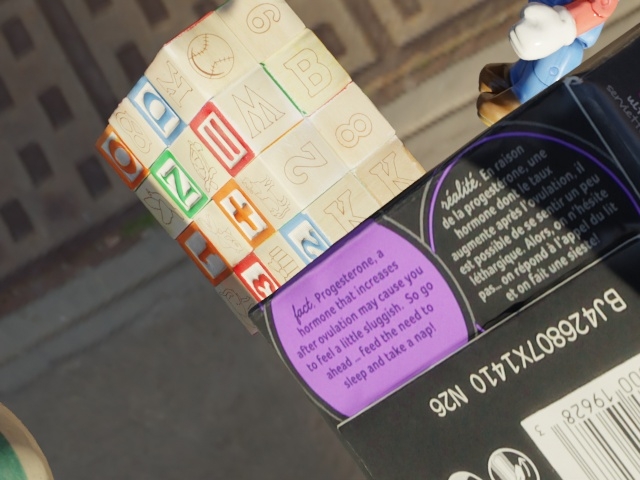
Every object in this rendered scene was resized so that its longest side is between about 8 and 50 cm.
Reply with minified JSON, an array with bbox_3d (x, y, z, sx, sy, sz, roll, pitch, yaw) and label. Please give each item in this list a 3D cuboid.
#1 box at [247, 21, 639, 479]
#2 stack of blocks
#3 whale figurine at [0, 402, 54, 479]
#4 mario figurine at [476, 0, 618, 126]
[{"bbox_3d":[0.133,-0.004,0.560,0.143,0.165,0.270,54,43,1],"label":"box"},{"bbox_3d":[0.000,0.000,1.005,0.087,0.171,0.297,-40,91,-28],"label":"stack of blocks"},{"bbox_3d":[-0.280,0.148,0.862,0.272,0.141,0.216,23,102,17],"label":"whale figurine"},{"bbox_3d":[0.235,-0.269,1.541,0.198,0.170,0.320,52,123,44],"label":"mario figurine"}]
